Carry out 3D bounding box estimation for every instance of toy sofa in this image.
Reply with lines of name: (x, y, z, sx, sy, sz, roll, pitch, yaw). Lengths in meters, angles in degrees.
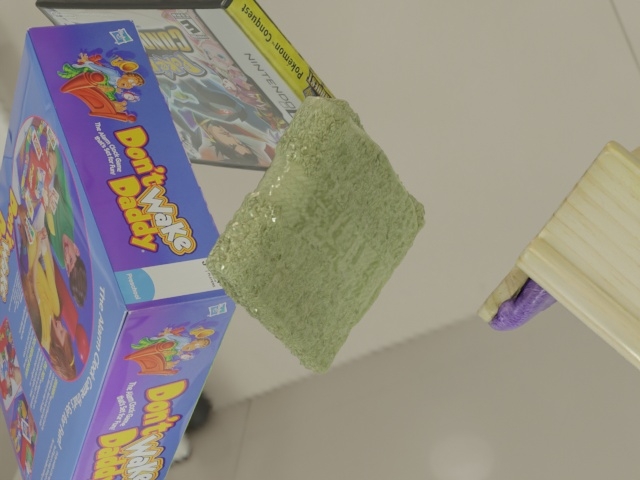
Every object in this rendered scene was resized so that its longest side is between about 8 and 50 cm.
toy sofa: (0.279, 0.001, 1.281, 0.150, 0.362, 0.177, 41, 118, 12)

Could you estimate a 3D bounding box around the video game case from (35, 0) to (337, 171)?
video game case: (-0.106, -0.150, 1.549, 0.274, 0.035, 0.248, 8, 150, 44)

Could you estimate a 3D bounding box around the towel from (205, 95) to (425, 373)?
towel: (0.000, 0.000, 0.812, 0.027, 0.148, 0.110, 28, 80, 29)

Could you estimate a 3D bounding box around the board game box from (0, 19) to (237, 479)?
board game box: (-0.168, 0.046, 1.186, 0.078, 0.233, 0.347, -9, 148, -25)
